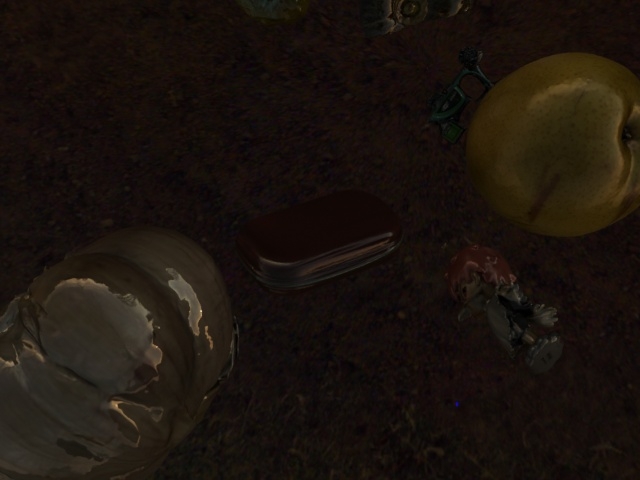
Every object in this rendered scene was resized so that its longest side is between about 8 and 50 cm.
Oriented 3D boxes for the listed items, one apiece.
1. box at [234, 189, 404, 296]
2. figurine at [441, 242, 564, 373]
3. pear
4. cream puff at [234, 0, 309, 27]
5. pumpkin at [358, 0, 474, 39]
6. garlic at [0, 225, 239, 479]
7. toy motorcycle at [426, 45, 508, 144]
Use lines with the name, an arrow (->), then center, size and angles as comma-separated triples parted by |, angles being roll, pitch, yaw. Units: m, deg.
box -> 0.000, 0.000, 1.597 | 0.404, 0.263, 0.108 | -19, 129, -23
figurine -> 0.354, 0.114, 1.418 | 0.166, 0.387, 0.207 | -43, 138, 4
pear -> 0.392, -0.152, 1.084 | 0.314, 0.314, 0.314 | 2, 105, 9
cream puff -> -0.103, -0.615, 1.597 | 0.221, 0.195, 0.195 | 0, 105, 20
pumpkin -> 0.208, -0.570, 1.522 | 0.280, 0.190, 0.139 | -14, 119, -1
garlic -> -0.150, 0.090, 0.483 | 0.228, 0.228, 0.152 | -42, 93, 16
toy motorcycle -> 0.266, -0.275, 1.245 | 0.100, 0.058, 0.173 | 33, 103, -4
